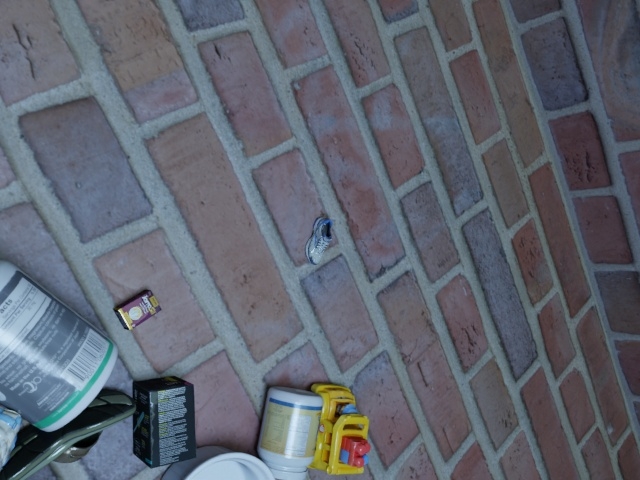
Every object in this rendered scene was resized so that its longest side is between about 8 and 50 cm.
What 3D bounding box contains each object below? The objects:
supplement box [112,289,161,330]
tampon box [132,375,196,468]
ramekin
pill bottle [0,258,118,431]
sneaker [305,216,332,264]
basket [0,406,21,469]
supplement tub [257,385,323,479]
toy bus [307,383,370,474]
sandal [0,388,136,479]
[{"bbox_3d":[-0.402,0.152,1.233,0.083,0.043,0.055,-35,107,-32],"label":"supplement box"},{"bbox_3d":[-0.341,0.389,1.221,0.101,0.120,0.161,-1,89,-35],"label":"tampon box"},{"bbox_3d":[-0.245,0.608,1.276,0.277,0.135,0.278,2,87,-35],"label":"ramekin"},{"bbox_3d":[-0.569,0.165,1.013,0.361,0.204,0.204,48,63,-25],"label":"pill bottle"},{"bbox_3d":[0.000,0.000,1.522,0.052,0.058,0.135,18,78,-34],"label":"sneaker"},{"bbox_3d":[-0.642,0.376,0.884,0.254,0.201,0.289,32,26,-2],"label":"basket"},{"bbox_3d":[-0.078,0.476,1.396,0.144,0.144,0.200,17,79,-34],"label":"supplement tub"},{"bbox_3d":[0.056,0.497,1.453,0.149,0.211,0.221,15,78,-33],"label":"toy bus"},{"bbox_3d":[-0.514,0.397,1.114,0.302,0.120,0.086,-29,127,-31],"label":"sandal"}]
